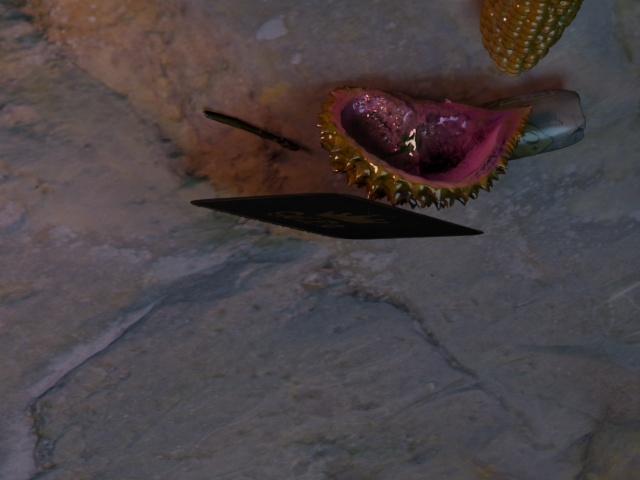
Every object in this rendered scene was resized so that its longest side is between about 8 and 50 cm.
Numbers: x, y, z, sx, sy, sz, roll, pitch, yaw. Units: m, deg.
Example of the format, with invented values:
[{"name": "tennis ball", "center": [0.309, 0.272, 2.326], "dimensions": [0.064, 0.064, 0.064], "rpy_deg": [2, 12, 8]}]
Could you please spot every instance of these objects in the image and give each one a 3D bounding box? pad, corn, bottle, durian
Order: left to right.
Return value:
[{"name": "pad", "center": [-0.001, -0.001, 2.122], "dimensions": [0.315, 0.063, 0.375], "rpy_deg": [-1, 171, 36]}, {"name": "durian", "center": [0.115, -0.098, 2.042], "dimensions": [0.260, 0.186, 0.154], "rpy_deg": [14, 116, 3]}, {"name": "bottle", "center": [0.210, -0.137, 2.152], "dimensions": [0.269, 0.083, 0.083], "rpy_deg": [-14, 145, -3]}, {"name": "corn", "center": [0.263, -0.333, 1.884], "dimensions": [0.130, 0.130, 0.347], "rpy_deg": [-7, 146, -18]}]

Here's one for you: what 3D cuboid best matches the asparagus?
[{"name": "asparagus", "center": [-0.086, -0.138, 2.061], "dimensions": [0.166, 0.013, 0.016], "rpy_deg": [17, 88, -42]}]
